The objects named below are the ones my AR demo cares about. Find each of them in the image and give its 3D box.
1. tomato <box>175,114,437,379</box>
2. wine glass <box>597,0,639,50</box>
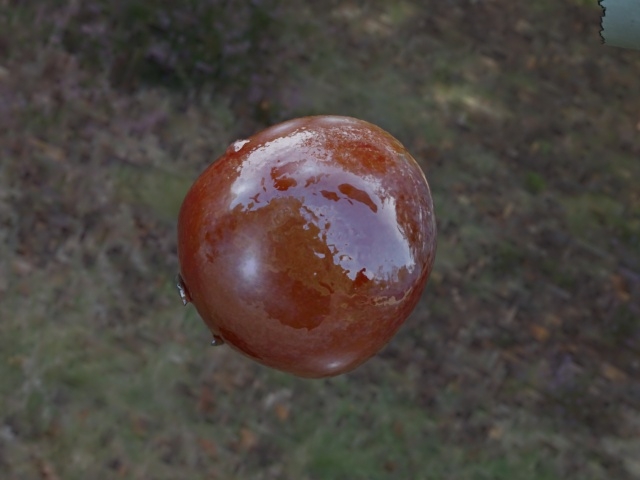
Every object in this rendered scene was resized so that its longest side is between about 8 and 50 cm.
[{"bbox_3d":[0.000,0.000,1.070,0.167,0.167,0.167,22,21,-9],"label":"tomato"},{"bbox_3d":[0.235,-0.113,0.805,0.202,0.093,0.093,9,17,17],"label":"wine glass"}]
